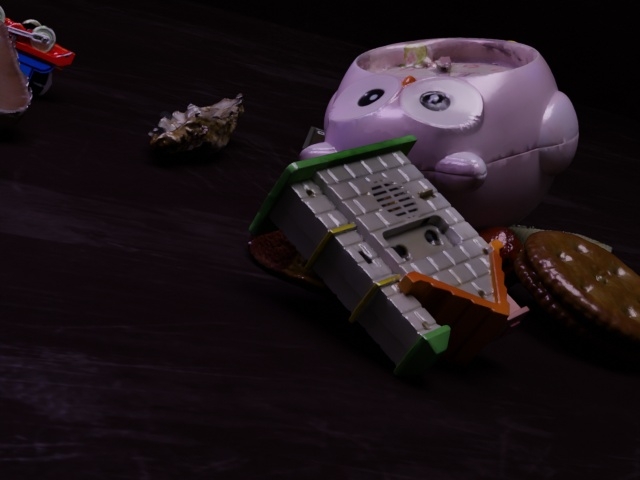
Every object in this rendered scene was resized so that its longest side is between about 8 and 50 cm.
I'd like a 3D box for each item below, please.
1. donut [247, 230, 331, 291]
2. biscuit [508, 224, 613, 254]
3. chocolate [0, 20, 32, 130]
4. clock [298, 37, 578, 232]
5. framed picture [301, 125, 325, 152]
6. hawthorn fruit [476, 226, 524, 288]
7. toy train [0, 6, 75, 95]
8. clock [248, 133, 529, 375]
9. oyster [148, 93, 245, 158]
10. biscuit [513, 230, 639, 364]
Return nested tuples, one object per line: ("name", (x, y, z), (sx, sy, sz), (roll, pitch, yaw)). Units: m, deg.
("donut", (0.000, 0.000, 1.437), (0.166, 0.073, 0.184), (27, 19, 19))
("biscuit", (0.334, 0.018, 1.774), (0.252, 0.052, 0.150), (5, 16, -33))
("chocolate", (-0.483, -0.221, 1.599), (0.161, 0.083, 0.261), (12, 34, -31))
("clock", (0.163, -0.129, 1.678), (0.368, 0.250, 0.377), (7, 22, 25))
("framed picture", (0.098, -0.135, 2.091), (0.265, 0.018, 0.192), (19, 16, 0))
("hawthorn fruit", (0.226, 0.025, 1.588), (0.093, 0.093, 0.093), (17, 16, -5))
("toy train", (-0.481, -0.281, 1.769), (0.204, 0.131, 0.083), (20, 6, -38))
("clock", (0.088, 0.023, 1.293), (0.220, 0.106, 0.255), (-17, 60, -47))
("oyster", (-0.195, -0.169, 1.803), (0.129, 0.078, 0.345), (-1, 16, 9))
("biscuit", (0.341, 0.070, 1.506), (0.220, 0.066, 0.220), (26, 25, -13))
